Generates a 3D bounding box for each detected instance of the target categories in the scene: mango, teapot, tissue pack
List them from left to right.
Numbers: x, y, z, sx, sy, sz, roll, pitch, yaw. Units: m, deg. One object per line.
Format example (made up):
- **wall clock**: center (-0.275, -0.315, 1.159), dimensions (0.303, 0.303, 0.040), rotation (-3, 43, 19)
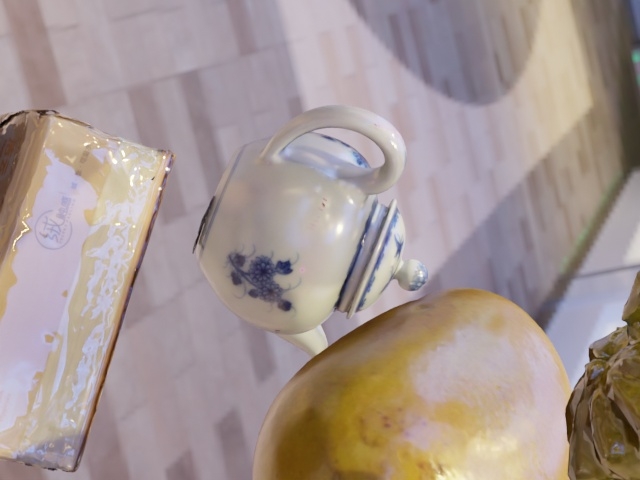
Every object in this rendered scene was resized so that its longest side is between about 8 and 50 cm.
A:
- **tissue pack**: center (-0.300, 0.030, 1.436), dimensions (0.238, 0.238, 0.305), rotation (28, 78, -67)
- **teapot**: center (0.000, 0.000, 1.957), dimensions (0.252, 0.280, 0.424), rotation (-69, 178, -46)
- **mango**: center (0.110, 0.207, 1.613), dimensions (0.300, 0.232, 0.445), rotation (39, 40, 5)

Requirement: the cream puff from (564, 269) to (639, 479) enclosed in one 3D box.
- **cream puff**: center (0.320, 0.164, 1.140), dimensions (0.378, 0.275, 0.378), rotation (177, -90, -73)
